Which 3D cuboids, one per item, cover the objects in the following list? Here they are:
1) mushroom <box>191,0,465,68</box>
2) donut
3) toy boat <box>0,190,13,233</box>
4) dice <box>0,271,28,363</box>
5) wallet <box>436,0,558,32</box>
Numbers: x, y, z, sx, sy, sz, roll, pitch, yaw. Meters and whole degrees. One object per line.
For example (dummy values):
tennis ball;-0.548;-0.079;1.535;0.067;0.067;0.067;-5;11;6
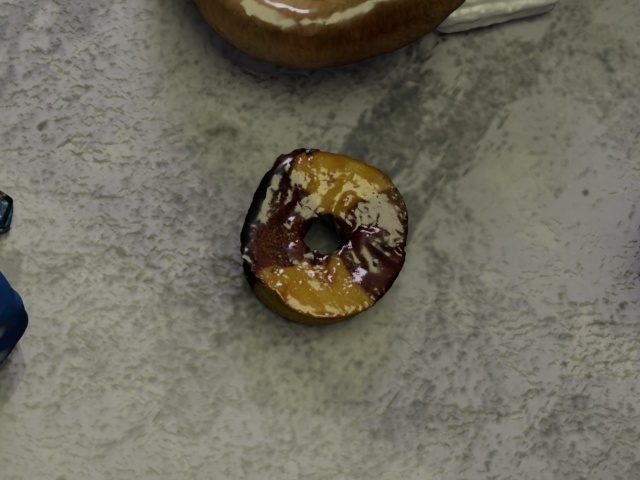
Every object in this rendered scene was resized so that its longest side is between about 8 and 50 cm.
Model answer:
mushroom;0.005;-0.260;1.456;0.278;0.146;0.278;-2;66;4
donut;0.000;0.000;1.407;0.140;0.059;0.140;4;68;-9
toy boat;-0.272;-0.031;1.384;0.083;0.038;0.038;24;66;-19
dice;-0.304;0.046;1.292;0.146;0.143;0.146;-38;81;-17
wallet;0.122;-0.265;1.543;0.124;0.032;0.183;-13;71;-12
